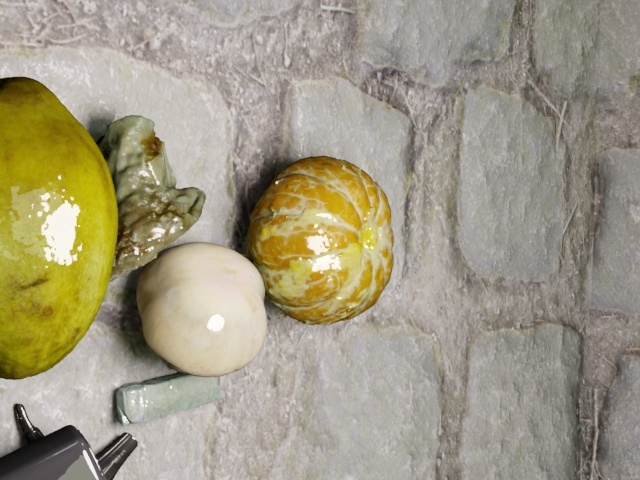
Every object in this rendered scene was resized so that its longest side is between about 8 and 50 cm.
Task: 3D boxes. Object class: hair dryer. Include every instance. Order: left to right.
[{"bbox_3d":[-0.420,0.339,1.407,0.195,0.075,0.219,-48,115,-39],"label":"hair dryer"}]

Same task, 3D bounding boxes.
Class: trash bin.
[{"bbox_3d":[-0.452,0.419,1.258,0.290,0.182,0.209,-28,100,-21],"label":"trash bin"}]

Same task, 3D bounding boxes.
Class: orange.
[{"bbox_3d":[0.000,0.000,1.642,0.329,0.249,0.329,20,67,-58],"label":"orange"}]

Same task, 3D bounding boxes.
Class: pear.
[{"bbox_3d":[-0.455,-0.020,1.171,0.352,0.352,0.413,-3,91,-44],"label":"pear"}]

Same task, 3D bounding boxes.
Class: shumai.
[{"bbox_3d":[-0.331,-0.062,1.382,0.203,0.222,0.272,53,33,-18],"label":"shumai"}]

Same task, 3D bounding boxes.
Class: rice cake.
[{"bbox_3d":[-0.272,0.275,1.534,0.206,0.063,0.069,-10,93,-44],"label":"rice cake"}]

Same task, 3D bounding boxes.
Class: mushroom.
[{"bbox_3d":[-0.215,0.137,1.501,0.260,0.254,0.234,-27,155,-54],"label":"mushroom"}]
